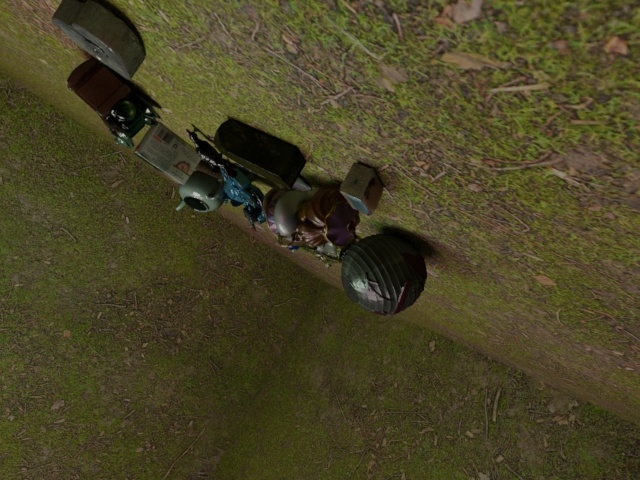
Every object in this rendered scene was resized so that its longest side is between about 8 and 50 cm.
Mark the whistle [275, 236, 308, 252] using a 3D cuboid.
[{"bbox_3d":[-0.148,0.005,2.225,0.227,0.085,0.105,35,179,-33],"label":"whistle"}]

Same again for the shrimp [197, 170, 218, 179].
[{"bbox_3d":[-0.445,-0.262,1.837,0.188,0.051,0.132,25,155,-4],"label":"shrimp"}]

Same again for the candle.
[{"bbox_3d":[-0.431,-0.403,0.879,0.192,0.068,0.168,29,173,34],"label":"candle"}]

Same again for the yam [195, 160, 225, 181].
[{"bbox_3d":[-0.411,-0.264,1.689,0.327,0.045,0.045,25,144,28],"label":"yam"}]

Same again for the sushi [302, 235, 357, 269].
[{"bbox_3d":[0.004,0.004,1.566,0.291,0.139,0.131,25,162,39],"label":"sushi"}]

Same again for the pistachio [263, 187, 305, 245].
[{"bbox_3d":[-0.092,-0.074,1.401,0.126,0.152,0.223,25,152,52],"label":"pistachio"}]

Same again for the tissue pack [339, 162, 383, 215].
[{"bbox_3d":[0.085,-0.101,0.884,0.059,0.074,0.094,23,172,26],"label":"tissue pack"}]

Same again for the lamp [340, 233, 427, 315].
[{"bbox_3d":[0.178,0.089,1.205,0.233,0.233,0.265,29,165,4],"label":"lamp"}]

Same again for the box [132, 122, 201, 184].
[{"bbox_3d":[-0.543,-0.309,1.565,0.199,0.135,0.081,37,169,-36],"label":"box"}]

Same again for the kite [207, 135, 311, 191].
[{"bbox_3d":[-0.178,-0.214,1.279,0.360,0.022,0.204,25,172,28],"label":"kite"}]

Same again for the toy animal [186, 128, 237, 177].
[{"bbox_3d":[-0.343,-0.273,1.345,0.105,0.070,0.202,31,166,46],"label":"toy animal"}]

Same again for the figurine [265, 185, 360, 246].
[{"bbox_3d":[-0.013,-0.059,1.104,0.263,0.189,0.142,3,154,39],"label":"figurine"}]

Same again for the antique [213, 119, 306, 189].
[{"bbox_3d":[-0.152,-0.208,1.033,0.221,0.080,0.081,26,172,19],"label":"antique"}]

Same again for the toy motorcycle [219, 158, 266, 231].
[{"bbox_3d":[-0.259,-0.154,1.497,0.272,0.124,0.182,46,158,28],"label":"toy motorcycle"}]

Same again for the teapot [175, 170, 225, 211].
[{"bbox_3d":[-0.487,-0.193,1.791,0.294,0.129,0.193,-4,147,42],"label":"teapot"}]

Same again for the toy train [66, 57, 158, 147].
[{"bbox_3d":[-0.617,-0.401,1.312,0.221,0.150,0.304,44,169,-19],"label":"toy train"}]
